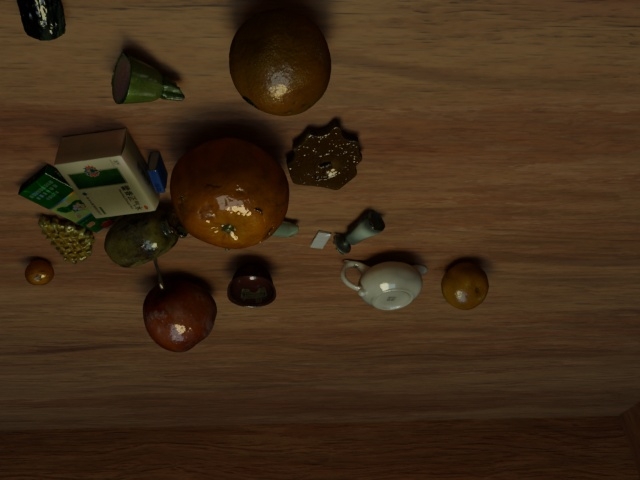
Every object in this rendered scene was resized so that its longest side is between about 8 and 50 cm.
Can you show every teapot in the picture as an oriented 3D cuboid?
[{"bbox_3d":[0.210,0.132,1.820,0.298,0.139,0.204,8,146,-19],"label":"teapot"}]

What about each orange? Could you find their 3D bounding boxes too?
[{"bbox_3d":[-0.862,0.099,1.750,0.084,0.083,0.083,-2,145,-1],"label":"orange"},{"bbox_3d":[0.463,0.146,1.849,0.159,0.158,0.136,20,177,-29],"label":"orange"},{"bbox_3d":[-0.074,-0.333,1.085,0.206,0.206,0.206,-2,145,-1],"label":"orange"},{"bbox_3d":[-0.215,-0.111,1.360,0.284,0.226,0.284,2,143,2],"label":"orange"}]

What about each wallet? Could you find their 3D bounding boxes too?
[{"bbox_3d":[0.000,0.000,1.721,0.044,0.011,0.083,10,144,-18],"label":"wallet"}]

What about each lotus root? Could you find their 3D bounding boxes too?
[{"bbox_3d":[-0.467,-0.018,1.555,0.278,0.154,0.154,-20,141,24],"label":"lotus root"}]

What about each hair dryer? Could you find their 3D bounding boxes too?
[{"bbox_3d":[-0.207,-0.012,1.663,0.206,0.075,0.237,13,151,-31],"label":"hair dryer"}]

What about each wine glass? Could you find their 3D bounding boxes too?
[{"bbox_3d":[0.109,-0.021,1.647,0.072,0.072,0.155,23,139,-32],"label":"wine glass"}]

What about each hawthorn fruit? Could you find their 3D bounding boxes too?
[{"bbox_3d":[-0.470,0.242,1.845,0.263,0.235,0.231,20,142,-27],"label":"hawthorn fruit"}]

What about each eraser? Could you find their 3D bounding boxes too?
[{"bbox_3d":[-0.402,-0.168,1.408,0.027,0.063,0.084,-2,145,0],"label":"eraser"}]

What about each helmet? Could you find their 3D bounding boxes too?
[{"bbox_3d":[-0.219,0.125,1.804,0.155,0.106,0.175,-9,143,5],"label":"helmet"}]

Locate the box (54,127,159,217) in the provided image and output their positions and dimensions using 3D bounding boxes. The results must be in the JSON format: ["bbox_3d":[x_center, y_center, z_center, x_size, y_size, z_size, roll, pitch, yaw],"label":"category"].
[{"bbox_3d":[-0.511,-0.159,1.391,0.168,0.095,0.212,-9,145,4],"label":"box"}]

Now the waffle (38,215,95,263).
[{"bbox_3d":[-0.740,0.003,1.649,0.161,0.046,0.192,15,142,-27],"label":"waffle"}]

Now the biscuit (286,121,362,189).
[{"bbox_3d":[0.014,-0.210,1.400,0.182,0.034,0.215,6,142,-14],"label":"biscuit"}]

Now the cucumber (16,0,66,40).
[{"bbox_3d":[-0.501,-0.455,0.990,0.078,0.062,0.211,5,145,-9],"label":"cucumber"}]

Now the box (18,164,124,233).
[{"bbox_3d":[-0.652,-0.104,1.510,0.132,0.034,0.235,-26,140,29],"label":"box"}]

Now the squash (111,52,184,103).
[{"bbox_3d":[-0.351,-0.325,1.183,0.132,0.105,0.105,1,150,-38],"label":"squash"}]
